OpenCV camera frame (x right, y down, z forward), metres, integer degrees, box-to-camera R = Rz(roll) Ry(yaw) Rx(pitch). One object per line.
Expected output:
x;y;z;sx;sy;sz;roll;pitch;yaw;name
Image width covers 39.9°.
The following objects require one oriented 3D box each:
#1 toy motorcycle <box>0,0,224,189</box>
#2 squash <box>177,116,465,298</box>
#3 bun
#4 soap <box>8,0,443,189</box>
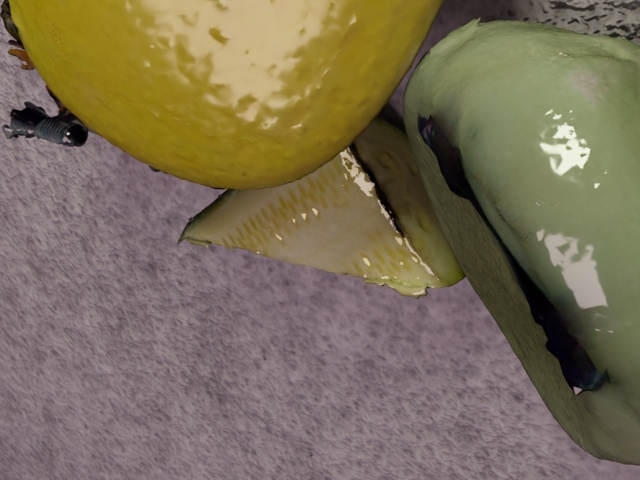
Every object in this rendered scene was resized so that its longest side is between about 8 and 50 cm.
-0.187;-0.144;0.796;0.400;0.134;0.207;10;144;30;toy motorcycle
0.000;0.000;0.789;0.252;0.093;0.169;-32;93;45;squash
0.186;-0.015;0.557;0.187;0.293;0.293;-26;108;2;bun
-0.050;-0.237;0.539;0.306;0.115;0.427;26;112;7;soap
